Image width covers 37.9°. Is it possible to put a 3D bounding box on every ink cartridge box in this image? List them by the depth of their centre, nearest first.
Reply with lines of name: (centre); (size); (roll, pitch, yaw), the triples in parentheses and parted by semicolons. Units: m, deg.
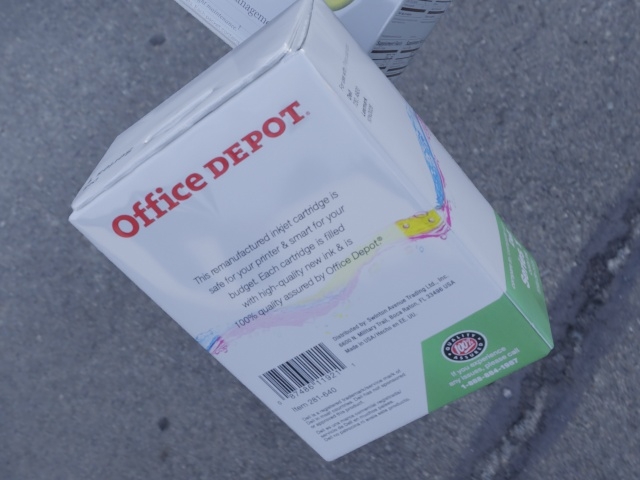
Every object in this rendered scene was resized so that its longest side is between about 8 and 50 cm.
ink cartridge box: (0.000, 0.000, 0.657); (0.201, 0.278, 0.117); (-32, 26, 24)

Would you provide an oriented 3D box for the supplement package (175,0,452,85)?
supplement package: (0.009, -0.237, 0.736); (0.194, 0.149, 0.203); (40, 113, 9)
